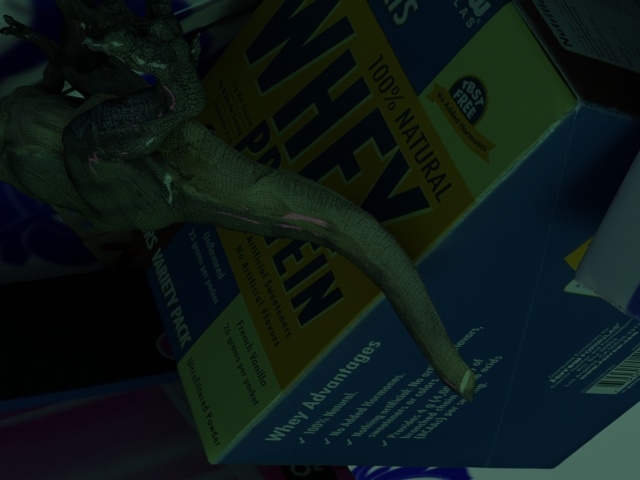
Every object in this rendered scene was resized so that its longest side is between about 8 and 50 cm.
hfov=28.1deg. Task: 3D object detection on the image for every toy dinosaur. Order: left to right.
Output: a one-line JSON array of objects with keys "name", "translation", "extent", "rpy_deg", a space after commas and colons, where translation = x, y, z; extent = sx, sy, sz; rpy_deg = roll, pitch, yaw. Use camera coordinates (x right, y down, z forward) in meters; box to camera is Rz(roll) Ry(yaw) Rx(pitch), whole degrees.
[{"name": "toy dinosaur", "translation": [-0.066, -0.040, 0.418], "extent": [0.064, 0.268, 0.118], "rpy_deg": [-47, 142, -34]}]

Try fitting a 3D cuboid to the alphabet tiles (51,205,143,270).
[{"name": "alphabet tiles", "translation": [0.000, 0.000, 0.653], "extent": [0.198, 0.009, 0.237], "rpy_deg": [-21, 150, 5]}]

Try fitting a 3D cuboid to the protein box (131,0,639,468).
[{"name": "protein box", "translation": [0.067, -0.017, 0.509], "extent": [0.201, 0.136, 0.200], "rpy_deg": [10, 135, -41]}]

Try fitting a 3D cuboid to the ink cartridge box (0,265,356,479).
[{"name": "ink cartridge box", "translation": [-0.184, 0.099, 0.508], "extent": [0.370, 0.176, 0.069], "rpy_deg": [-10, 128, -22]}]

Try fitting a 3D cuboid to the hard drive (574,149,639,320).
[{"name": "hard drive", "translation": [0.224, -0.104, 0.407], "extent": [0.210, 0.040, 0.319], "rpy_deg": [14, 107, -42]}]
